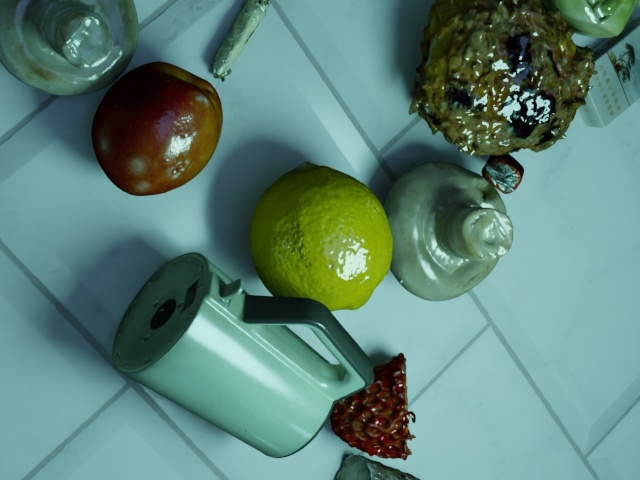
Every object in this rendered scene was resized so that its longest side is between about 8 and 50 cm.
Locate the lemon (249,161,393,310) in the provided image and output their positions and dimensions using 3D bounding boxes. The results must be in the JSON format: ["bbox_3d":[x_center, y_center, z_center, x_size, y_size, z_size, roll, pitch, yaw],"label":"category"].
[{"bbox_3d":[0.001,0.001,1.796,0.293,0.293,0.293,-6,104,-25],"label":"lemon"}]

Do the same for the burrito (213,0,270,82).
[{"bbox_3d":[-0.150,-0.380,1.766,0.185,0.041,0.045,-59,160,-5],"label":"burrito"}]

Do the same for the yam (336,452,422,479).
[{"bbox_3d":[0.164,0.565,2.085,0.279,0.131,0.131,29,88,-30],"label":"yam"}]

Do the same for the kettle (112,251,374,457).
[{"bbox_3d":[-0.123,0.203,1.754,0.361,0.250,0.376,-31,125,28],"label":"kettle"}]

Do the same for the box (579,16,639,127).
[{"bbox_3d":[0.673,-0.381,2.162,0.233,0.067,0.149,-38,117,-14],"label":"box"}]

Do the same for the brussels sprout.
[{"bbox_3d":[0.545,-0.587,1.919,0.289,0.281,0.355,-1,95,-60],"label":"brussels sprout"}]

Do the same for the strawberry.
[{"bbox_3d":[0.109,0.347,2.004,0.178,0.234,0.234,-2,104,6],"label":"strawberry"}]

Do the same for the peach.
[{"bbox_3d":[-0.281,-0.188,1.655,0.243,0.199,0.243,-38,157,-20],"label":"peach"}]

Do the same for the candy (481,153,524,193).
[{"bbox_3d":[0.377,-0.143,1.977,0.086,0.292,0.059,38,107,4],"label":"candy"}]

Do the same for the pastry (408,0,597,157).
[{"bbox_3d":[0.349,-0.325,1.889,0.405,0.292,0.337,34,95,-37],"label":"pastry"}]

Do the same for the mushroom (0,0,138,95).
[{"bbox_3d":[-0.401,-0.346,1.541,0.243,0.243,0.244,-6,104,-25],"label":"mushroom"}]

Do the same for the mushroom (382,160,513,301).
[{"bbox_3d":[0.279,-0.016,1.913,0.292,0.290,0.293,-3,95,-30],"label":"mushroom"}]
